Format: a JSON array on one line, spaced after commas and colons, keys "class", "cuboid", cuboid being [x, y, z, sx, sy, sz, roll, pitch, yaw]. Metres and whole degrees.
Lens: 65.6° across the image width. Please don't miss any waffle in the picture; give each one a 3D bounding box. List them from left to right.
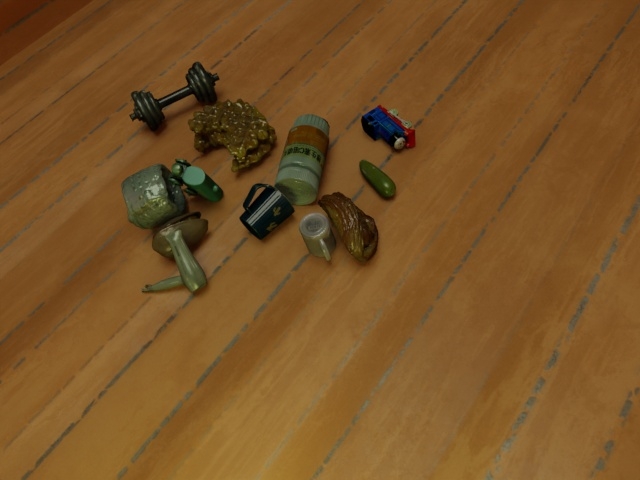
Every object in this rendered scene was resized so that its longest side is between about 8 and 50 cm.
[{"class": "waffle", "cuboid": [-0.340, -0.416, 1.929, 0.324, 0.151, 0.261, 32, 63, 23]}]

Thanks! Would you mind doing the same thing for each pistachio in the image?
[{"class": "pistachio", "cuboid": [-0.486, -0.025, 1.710, 0.206, 0.131, 0.129, -39, 67, -18]}]

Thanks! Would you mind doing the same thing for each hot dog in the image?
[{"class": "hot dog", "cuboid": [0.104, -0.056, 1.605, 0.114, 0.175, 0.259, -40, 59, 12]}]

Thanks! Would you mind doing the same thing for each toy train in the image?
[{"class": "toy train", "cuboid": [-0.434, -0.207, 1.762, 0.159, 0.248, 0.101, 20, 82, 9]}, {"class": "toy train", "cuboid": [0.258, -0.417, 1.858, 0.131, 0.083, 0.204, -32, 55, -11]}]

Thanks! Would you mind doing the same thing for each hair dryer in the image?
[{"class": "hair dryer", "cuboid": [-0.510, 0.102, 1.639, 0.237, 0.075, 0.206, -27, 90, 15]}]

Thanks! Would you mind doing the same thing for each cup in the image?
[{"class": "cup", "cuboid": [-0.196, -0.105, 1.689, 0.155, 0.176, 0.131, -47, 41, -13]}, {"class": "cup", "cuboid": [0.005, -0.008, 1.604, 0.136, 0.133, 0.099, 33, 71, 28]}]

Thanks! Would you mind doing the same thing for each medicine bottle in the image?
[{"class": "medicine bottle", "cuboid": [-0.060, -0.298, 1.793, 0.158, 0.158, 0.318, 4, 57, 13]}]

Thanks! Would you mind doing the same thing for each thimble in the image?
[{"class": "thimble", "cuboid": [-0.591, -0.151, 1.749, 0.172, 0.205, 0.250, -24, 17, 2]}]

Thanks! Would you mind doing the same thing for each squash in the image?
[{"class": "squash", "cuboid": [0.198, -0.223, 1.754, 0.066, 0.066, 0.201, -29, 53, -9]}]

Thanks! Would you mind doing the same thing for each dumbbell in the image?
[{"class": "dumbbell", "cuboid": [-0.611, -0.604, 2.085, 0.406, 0.179, 0.179, -29, 57, -9]}]
